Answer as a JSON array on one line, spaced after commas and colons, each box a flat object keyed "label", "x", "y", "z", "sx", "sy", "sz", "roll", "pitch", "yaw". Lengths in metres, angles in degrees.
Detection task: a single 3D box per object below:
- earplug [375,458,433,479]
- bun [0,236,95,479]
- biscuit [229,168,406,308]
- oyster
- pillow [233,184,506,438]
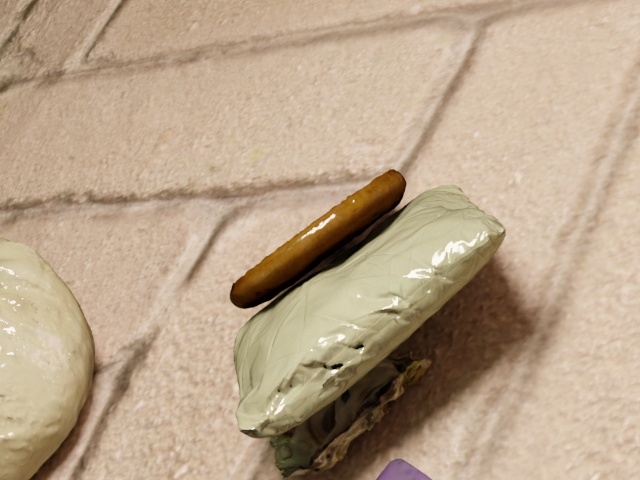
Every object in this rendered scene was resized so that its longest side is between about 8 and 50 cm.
[{"label": "earplug", "x": -0.007, "y": 0.381, "z": 1.101, "sx": 0.456, "sy": 0.215, "sz": 0.215, "roll": -50, "pitch": 34, "yaw": -6}, {"label": "bun", "x": -0.419, "y": 0.143, "z": 1.764, "sx": 0.359, "sy": 0.211, "sz": 0.360, "roll": -25, "pitch": 36, "yaw": 20}, {"label": "biscuit", "x": 0.000, "y": 0.000, "z": 1.579, "sx": 0.212, "sy": 0.036, "sz": 0.212, "roll": -37, "pitch": -1, "yaw": -1}, {"label": "oyster", "x": 0.024, "y": 0.152, "z": 1.454, "sx": 0.165, "sy": 0.053, "sz": 0.108, "roll": -41, "pitch": 12, "yaw": 13}, {"label": "pillow", "x": 0.030, "y": 0.050, "z": 1.489, "sx": 0.280, "sy": 0.076, "sz": 0.274, "roll": -39, "pitch": 11, "yaw": 3}]
